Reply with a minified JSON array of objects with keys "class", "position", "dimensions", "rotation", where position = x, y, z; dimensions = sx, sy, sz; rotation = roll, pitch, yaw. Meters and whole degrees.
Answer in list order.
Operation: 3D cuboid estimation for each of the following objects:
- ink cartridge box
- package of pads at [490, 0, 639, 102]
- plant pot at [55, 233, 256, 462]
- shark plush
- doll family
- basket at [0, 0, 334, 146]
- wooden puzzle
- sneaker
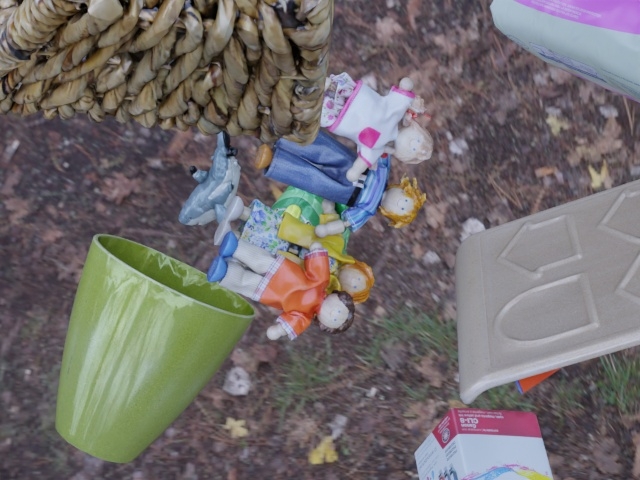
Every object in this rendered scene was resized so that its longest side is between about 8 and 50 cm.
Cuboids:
[{"class":"ink cartridge box","position":[0.212,0.322,1.395],"dimensions":[0.127,0.128,0.176],"rotation":[7,49,-20]},{"class":"package of pads","position":[0.275,-0.248,0.808],"dimensions":[0.296,0.101,0.229],"rotation":[-60,31,9]},{"class":"plant pot","position":[-0.287,0.181,1.695],"dimensions":[0.275,0.275,0.293],"rotation":[29,95,20]},{"class":"shark plush","position":[-0.138,-0.076,1.406],"dimensions":[0.067,0.161,0.073],"rotation":[12,50,-6]},{"class":"doll family","position":[0.008,-0.032,1.019],"dimensions":[0.163,0.118,0.263],"rotation":[25,90,-15]},{"class":"basket","position":[-0.091,-0.220,0.556],"dimensions":[0.223,0.213,0.299],"rotation":[7,76,0]},{"class":"wooden puzzle","position":[0.319,0.047,1.252],"dimensions":[0.348,0.322,0.080],"rotation":[-23,114,17]},{"class":"sneaker","position":[0.000,0.000,1.313],"dimensions":[0.109,0.295,0.123],"rotation":[26,87,10]}]
